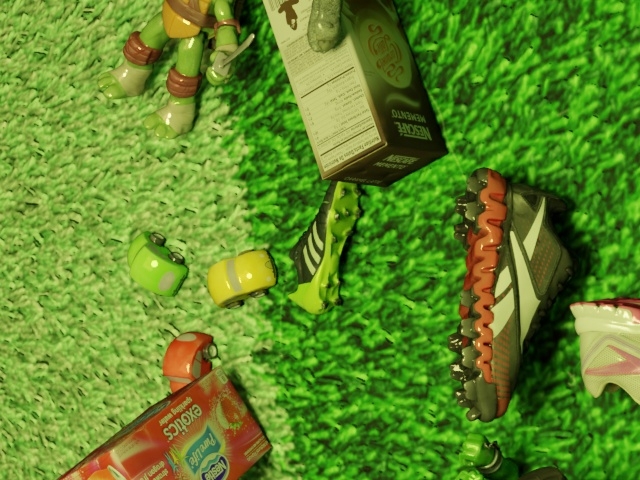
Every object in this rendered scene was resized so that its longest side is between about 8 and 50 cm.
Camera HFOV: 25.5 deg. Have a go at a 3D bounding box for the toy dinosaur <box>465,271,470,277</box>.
[{"bbox_3d":[0.191,0.068,1.556,0.082,0.090,0.047,37,120,-14],"label":"toy dinosaur"}]

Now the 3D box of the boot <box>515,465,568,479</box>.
[{"bbox_3d":[0.190,0.440,1.417,0.284,0.138,0.377,44,98,-7],"label":"boot"}]

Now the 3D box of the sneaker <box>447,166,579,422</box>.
[{"bbox_3d":[0.207,0.059,1.499,0.135,0.097,0.276,8,72,-5],"label":"sneaker"}]

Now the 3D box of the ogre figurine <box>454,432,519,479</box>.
[{"bbox_3d":[0.177,0.306,1.529,0.097,0.118,0.197,-16,81,30],"label":"ogre figurine"}]

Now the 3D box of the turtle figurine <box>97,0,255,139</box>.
[{"bbox_3d":[-0.199,-0.254,1.746,0.274,0.198,0.266,-86,18,-51],"label":"turtle figurine"}]

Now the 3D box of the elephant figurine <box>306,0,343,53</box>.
[{"bbox_3d":[-0.003,-0.362,1.519,0.169,0.186,0.239,32,147,22],"label":"elephant figurine"}]

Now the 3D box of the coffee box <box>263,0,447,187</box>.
[{"bbox_3d":[0.038,-0.195,1.632,0.098,0.141,0.246,-27,74,31],"label":"coffee box"}]

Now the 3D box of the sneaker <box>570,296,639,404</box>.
[{"bbox_3d":[0.369,0.121,1.417,0.252,0.103,0.111,4,95,42],"label":"sneaker"}]

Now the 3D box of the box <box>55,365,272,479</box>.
[{"bbox_3d":[-0.185,0.269,1.690,0.123,0.257,0.128,-32,92,31],"label":"box"}]

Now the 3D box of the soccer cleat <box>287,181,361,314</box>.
[{"bbox_3d":[0.000,0.000,1.702,0.072,0.060,0.179,20,103,36],"label":"soccer cleat"}]

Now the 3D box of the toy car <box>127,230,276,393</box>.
[{"bbox_3d":[-0.186,0.068,1.834,0.225,0.053,0.239,41,111,29],"label":"toy car"}]
